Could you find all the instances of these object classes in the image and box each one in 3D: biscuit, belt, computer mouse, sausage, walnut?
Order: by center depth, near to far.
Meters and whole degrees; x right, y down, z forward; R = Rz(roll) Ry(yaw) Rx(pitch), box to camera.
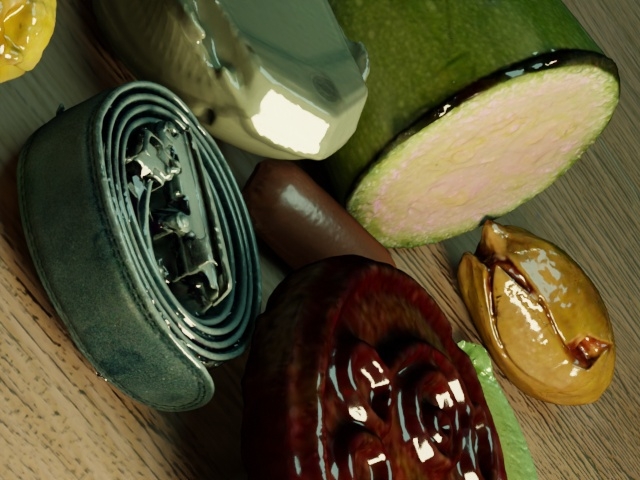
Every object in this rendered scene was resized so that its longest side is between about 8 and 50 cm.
[{"bbox_3d":[-0.134,0.005,1.513,0.206,0.116,0.267,-4,74,-62],"label":"belt"},{"bbox_3d":[0.065,0.209,1.596,0.407,0.091,0.407,37,46,-52],"label":"biscuit"},{"bbox_3d":[-0.110,-0.225,1.703,0.228,0.145,0.429,4,52,-46],"label":"computer mouse"},{"bbox_3d":[0.000,0.000,1.752,0.194,0.077,0.077,42,37,-27],"label":"sausage"},{"bbox_3d":[0.226,0.077,1.978,0.245,0.137,0.137,56,32,-17],"label":"walnut"}]

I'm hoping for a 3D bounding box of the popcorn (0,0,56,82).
[{"bbox_3d":[-0.299,-0.200,1.419,0.194,0.140,0.163,4,72,-43],"label":"popcorn"}]

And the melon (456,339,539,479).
[{"bbox_3d":[0.157,0.214,1.866,0.114,0.053,0.262,17,48,-27],"label":"melon"}]

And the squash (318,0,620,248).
[{"bbox_3d":[0.091,-0.195,1.876,0.310,0.310,0.309,8,47,-53],"label":"squash"}]
